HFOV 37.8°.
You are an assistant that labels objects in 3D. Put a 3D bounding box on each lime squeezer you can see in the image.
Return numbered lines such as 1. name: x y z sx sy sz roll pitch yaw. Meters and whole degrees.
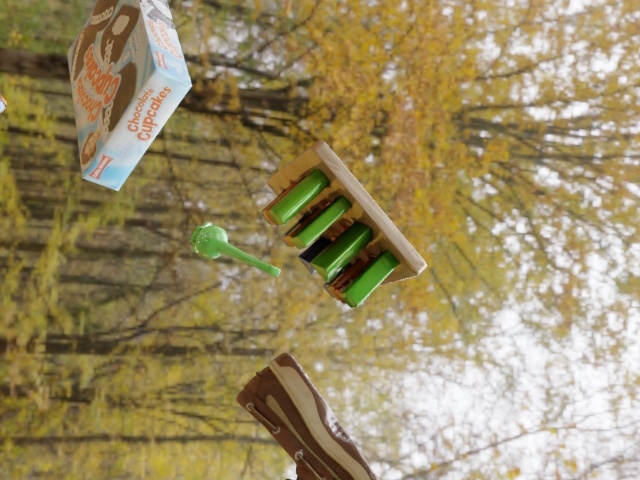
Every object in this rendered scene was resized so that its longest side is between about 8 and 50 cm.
1. lime squeezer: -0.170 0.003 1.593 0.310 0.110 0.059 -162 -98 -66

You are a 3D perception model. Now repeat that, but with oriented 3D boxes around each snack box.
1. snack box: -0.273 -0.239 1.290 0.187 0.060 0.322 -50 -142 25

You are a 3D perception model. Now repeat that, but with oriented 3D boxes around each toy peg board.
1. toy peg board: 0.000 0.000 0.952 0.161 0.079 0.160 50 -21 -6

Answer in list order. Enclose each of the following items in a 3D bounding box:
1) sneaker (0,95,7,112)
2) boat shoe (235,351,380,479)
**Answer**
1. sneaker: -0.626 -0.206 1.555 0.083 0.087 0.221 -8 -148 32
2. boat shoe: 0.000 0.251 1.012 0.257 0.095 0.095 54 -7 17
